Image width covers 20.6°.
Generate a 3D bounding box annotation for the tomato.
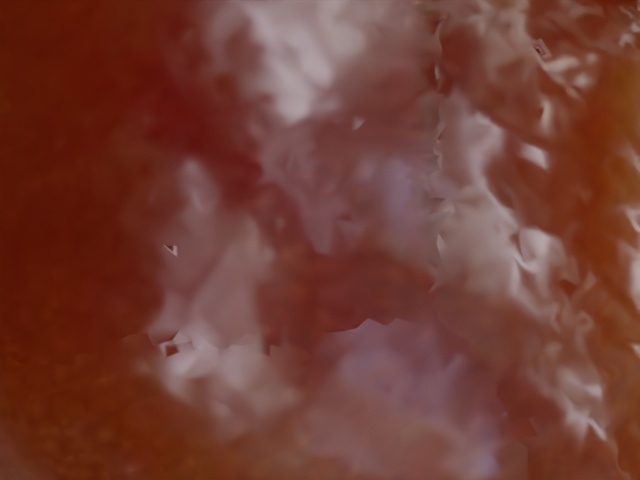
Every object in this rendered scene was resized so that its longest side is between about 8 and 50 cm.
[{"bbox_3d":[0.000,0.000,0.527,0.321,0.321,0.322,2,87,-43],"label":"tomato"}]
